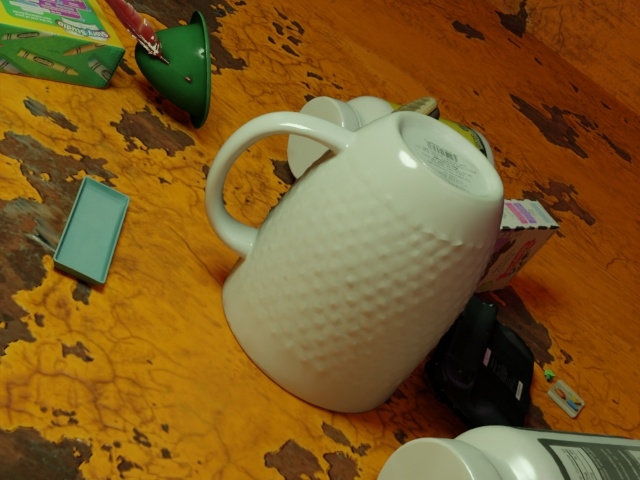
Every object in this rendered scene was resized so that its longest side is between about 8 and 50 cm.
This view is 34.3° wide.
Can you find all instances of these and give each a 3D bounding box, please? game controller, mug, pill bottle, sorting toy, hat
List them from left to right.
[{"bbox_3d":[-0.274,-0.273,1.580,0.183,0.173,0.209,-2,73,-19],"label":"hat"},{"bbox_3d":[0.030,-0.013,1.317,0.374,0.328,0.276,31,29,-10],"label":"mug"},{"bbox_3d":[0.117,-0.133,1.731,0.333,0.188,0.188,10,38,-38],"label":"pill bottle"},{"bbox_3d":[0.243,0.190,1.523,0.166,0.067,0.319,54,24,-6],"label":"game controller"},{"bbox_3d":[0.247,0.322,1.194,0.362,0.210,0.210,12,37,-36],"label":"pill bottle"},{"bbox_3d":[0.385,0.242,1.660,0.083,0.012,0.062,45,30,13],"label":"sorting toy"}]

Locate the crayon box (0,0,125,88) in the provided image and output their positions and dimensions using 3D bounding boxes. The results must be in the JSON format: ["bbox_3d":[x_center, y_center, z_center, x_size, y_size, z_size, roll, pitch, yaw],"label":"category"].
[{"bbox_3d":[-0.441,-0.320,1.505,0.278,0.081,0.165,4,43,-45],"label":"crayon box"}]

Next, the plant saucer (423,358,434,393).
[{"bbox_3d":[0.178,0.206,1.484,0.083,0.015,0.083,27,30,-17],"label":"plant saucer"}]

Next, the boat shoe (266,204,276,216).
[{"bbox_3d":[0.000,0.000,1.542,0.178,0.060,0.064,40,29,6],"label":"boat shoe"}]

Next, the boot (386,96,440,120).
[{"bbox_3d":[0.131,-0.072,1.576,0.207,0.248,0.090,46,5,-18],"label":"boot"}]

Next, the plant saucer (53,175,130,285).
[{"bbox_3d":[-0.285,-0.012,1.296,0.067,0.018,0.192,27,30,-17],"label":"plant saucer"}]

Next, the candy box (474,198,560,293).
[{"bbox_3d":[0.281,0.011,1.723,0.196,0.165,0.070,-3,48,-49],"label":"candy box"}]
